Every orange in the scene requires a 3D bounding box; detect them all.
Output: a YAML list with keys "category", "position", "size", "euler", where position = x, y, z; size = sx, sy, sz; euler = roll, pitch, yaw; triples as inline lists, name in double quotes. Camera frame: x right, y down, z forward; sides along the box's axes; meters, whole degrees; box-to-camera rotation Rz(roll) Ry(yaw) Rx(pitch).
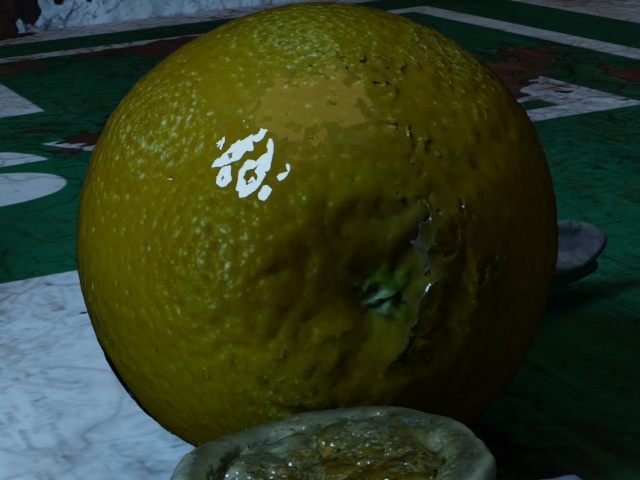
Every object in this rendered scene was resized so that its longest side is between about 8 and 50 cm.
- category: "orange"
  position: [0.000, 0.000, 0.866]
  size: [0.274, 0.274, 0.274]
  euler: [-3, 16, 1]

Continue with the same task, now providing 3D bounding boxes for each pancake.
- category: "pancake"
  position: [0.007, 0.105, 0.685]
  size: [0.151, 0.025, 0.151]
  euler: [-4, 13, 1]

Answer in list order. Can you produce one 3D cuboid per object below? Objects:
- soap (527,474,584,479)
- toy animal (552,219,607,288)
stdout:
- category: "soap"
  position: [0.024, 0.155, 0.669]
  size: [0.203, 0.066, 0.122]
  euler: [-3, 15, 3]
- category: "toy animal"
  position: [0.088, 0.010, 1.094]
  size: [0.251, 0.125, 0.127]
  euler: [9, -14, -12]
